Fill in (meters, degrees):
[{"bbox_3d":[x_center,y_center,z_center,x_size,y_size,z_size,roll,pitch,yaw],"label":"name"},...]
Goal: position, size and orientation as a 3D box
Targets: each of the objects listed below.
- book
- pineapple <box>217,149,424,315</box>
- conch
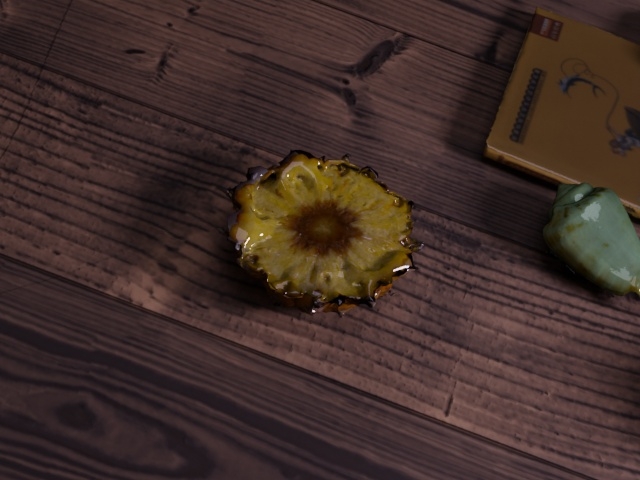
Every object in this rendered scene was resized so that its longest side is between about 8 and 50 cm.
[{"bbox_3d":[0.404,-0.123,1.544,0.388,0.032,0.269,22,52,3],"label":"book"},{"bbox_3d":[0.000,0.000,1.344,0.224,0.076,0.225,6,52,-7],"label":"pineapple"},{"bbox_3d":[0.306,0.010,1.410,0.105,0.079,0.170,-34,74,-13],"label":"conch"}]
